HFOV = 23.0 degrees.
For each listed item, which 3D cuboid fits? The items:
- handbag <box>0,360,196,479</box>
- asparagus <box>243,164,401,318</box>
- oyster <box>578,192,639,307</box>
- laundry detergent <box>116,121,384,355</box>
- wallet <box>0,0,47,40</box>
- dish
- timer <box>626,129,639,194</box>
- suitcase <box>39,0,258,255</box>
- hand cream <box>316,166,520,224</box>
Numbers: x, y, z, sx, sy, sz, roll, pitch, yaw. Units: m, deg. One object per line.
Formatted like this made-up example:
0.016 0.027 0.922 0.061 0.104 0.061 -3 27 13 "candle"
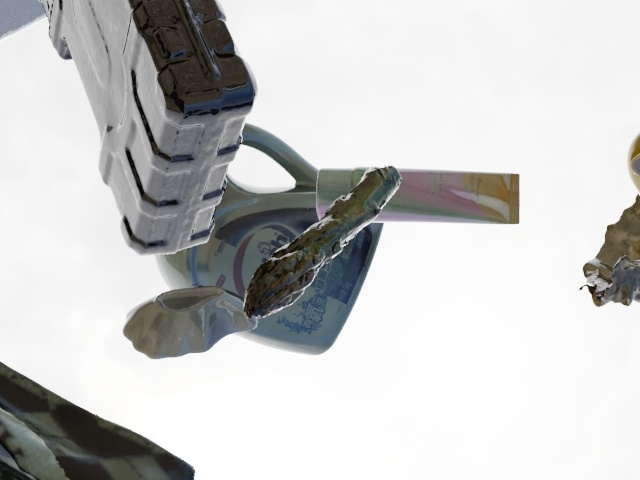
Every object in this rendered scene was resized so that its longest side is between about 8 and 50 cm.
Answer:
-0.181 0.133 0.676 0.180 0.317 0.416 -60 -166 3 "handbag"
0.000 0.001 0.996 0.036 0.030 0.165 -2 -149 42 "asparagus"
0.401 -0.058 1.618 0.337 0.133 0.198 -49 -157 23 "oyster"
-0.083 -0.013 1.693 0.105 0.280 0.215 4 -112 65 "laundry detergent"
-0.283 -0.230 1.451 0.033 0.095 0.190 33 -138 18 "wallet"
-0.124 0.068 1.531 0.137 0.039 0.091 -12 -146 -22 "dish"
0.350 -0.077 1.501 0.107 0.107 0.109 12 -135 40 "timer"
-0.136 -0.153 1.123 0.066 0.206 0.285 -13 -117 -22 "suitcase"
0.085 -0.039 1.360 0.174 0.047 0.076 2 -143 6 "hand cream"
